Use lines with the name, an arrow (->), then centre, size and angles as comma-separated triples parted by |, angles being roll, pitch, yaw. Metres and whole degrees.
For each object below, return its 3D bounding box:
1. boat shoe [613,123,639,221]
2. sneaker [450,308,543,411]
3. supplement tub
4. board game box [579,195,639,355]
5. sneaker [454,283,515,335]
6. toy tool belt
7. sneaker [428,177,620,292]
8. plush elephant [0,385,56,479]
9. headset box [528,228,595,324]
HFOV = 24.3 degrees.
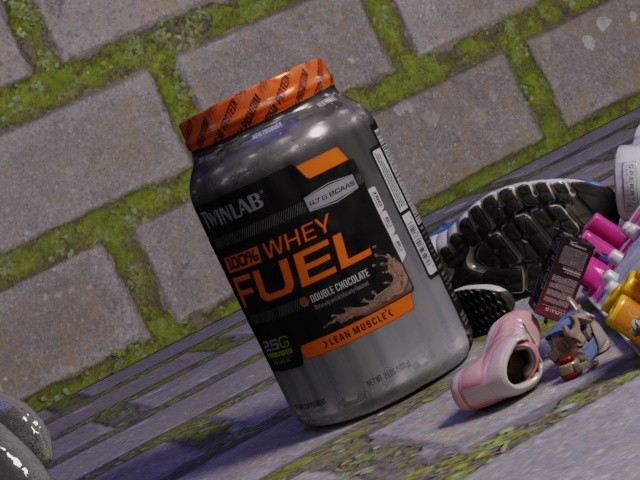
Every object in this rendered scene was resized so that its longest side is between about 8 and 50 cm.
boat shoe -> 0.410, -0.069, 1.679 | 0.119, 0.121, 0.335 | 1, 11, 19
sneaker -> 0.170, 0.097, 1.271 | 0.070, 0.051, 0.134 | -27, 9, 43
supplement tub -> 0.000, 0.000, 1.516 | 0.207, 0.338, 0.207 | -26, 4, 2
board game box -> 0.352, -0.097, 1.307 | 0.390, 0.050, 0.390 | -56, 1, 7
sneaker -> 0.151, 0.075, 1.625 | 0.161, 0.057, 0.075 | -26, 8, 39
toy tool belt -> 0.209, 0.080, 1.248 | 0.052, 0.051, 0.083 | -23, 5, 28
sneaker -> 0.206, 0.001, 1.750 | 0.330, 0.130, 0.147 | -23, 7, 33
plush elephant -> -0.408, 0.248, 1.535 | 0.272, 0.330, 0.255 | -33, -13, -11
headset box -> 0.214, 0.035, 1.336 | 0.032, 0.083, 0.062 | 20, 5, 1
